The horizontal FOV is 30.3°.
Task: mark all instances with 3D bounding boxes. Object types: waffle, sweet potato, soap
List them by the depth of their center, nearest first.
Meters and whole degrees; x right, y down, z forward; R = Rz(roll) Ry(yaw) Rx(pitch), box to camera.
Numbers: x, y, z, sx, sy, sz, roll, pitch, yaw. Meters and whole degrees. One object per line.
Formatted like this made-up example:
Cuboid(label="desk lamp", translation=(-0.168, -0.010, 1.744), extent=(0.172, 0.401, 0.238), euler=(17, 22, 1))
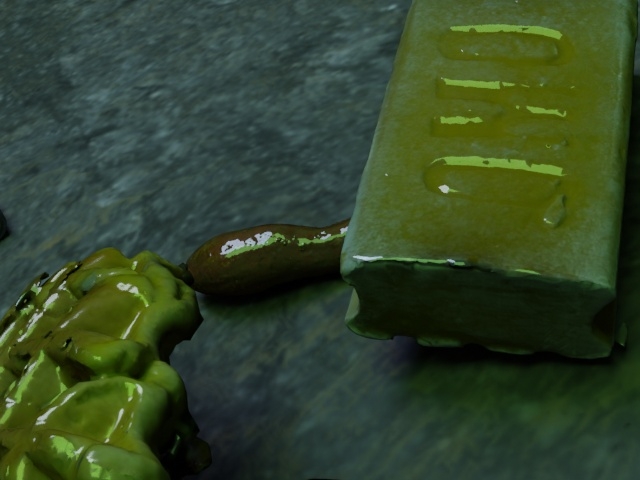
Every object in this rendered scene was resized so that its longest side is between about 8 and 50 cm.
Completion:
Cuboid(label="waffle", translation=(-0.205, 0.173, 0.660), extent=(0.380, 0.095, 0.382), euler=(-48, 22, 11))
Cuboid(label="soap", translation=(0.123, -0.057, 0.791), extent=(0.173, 0.089, 0.274), euler=(4, 49, 13))
Cuboid(label="sweet potato", translation=(0.000, 0.000, 0.852), extent=(0.214, 0.050, 0.050), euler=(-15, 44, 8))

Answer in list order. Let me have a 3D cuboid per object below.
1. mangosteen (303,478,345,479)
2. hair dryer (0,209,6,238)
Cuboid(label="mangosteen", translation=(-0.001, 0.209, 0.569), extent=(0.172, 0.172, 0.184), euler=(-15, 63, 13))
Cuboid(label="hair dryer", translation=(-0.330, 0.000, 1.034), extent=(0.114, 0.037, 0.063), euler=(-42, 42, -4))
